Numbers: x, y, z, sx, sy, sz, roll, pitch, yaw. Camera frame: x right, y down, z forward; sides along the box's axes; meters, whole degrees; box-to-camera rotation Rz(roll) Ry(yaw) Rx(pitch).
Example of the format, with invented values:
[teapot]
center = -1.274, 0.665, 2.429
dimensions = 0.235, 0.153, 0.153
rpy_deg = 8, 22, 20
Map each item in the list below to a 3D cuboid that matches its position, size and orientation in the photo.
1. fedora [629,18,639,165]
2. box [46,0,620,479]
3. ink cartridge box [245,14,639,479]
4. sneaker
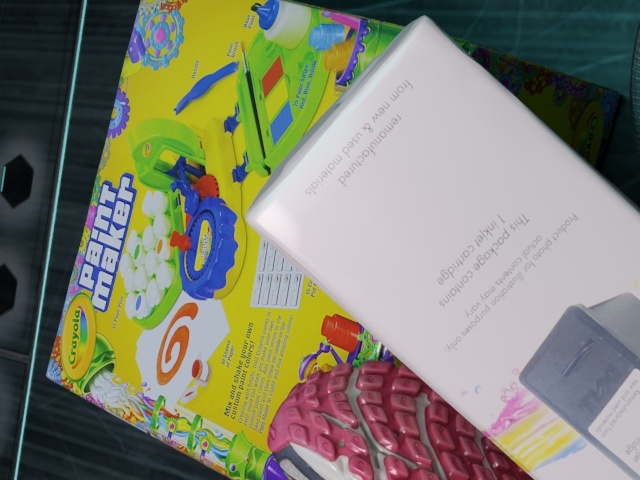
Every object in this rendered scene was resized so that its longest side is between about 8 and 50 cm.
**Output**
[fedora]
center = 0.285, -0.091, 0.705
dimensions = 0.244, 0.124, 0.275
rpy_deg = 29, 93, 35
[box]
center = 0.000, 0.000, 0.953
dimensions = 0.279, 0.177, 0.290
rpy_deg = 21, 99, 39
[ink cartridge box]
center = 0.138, 0.053, 0.696
dimensions = 0.353, 0.207, 0.119
rpy_deg = 42, 97, -4
[sneaker]
center = 0.097, 0.173, 0.792
dimensions = 0.112, 0.299, 0.121
rpy_deg = -49, 18, 28
